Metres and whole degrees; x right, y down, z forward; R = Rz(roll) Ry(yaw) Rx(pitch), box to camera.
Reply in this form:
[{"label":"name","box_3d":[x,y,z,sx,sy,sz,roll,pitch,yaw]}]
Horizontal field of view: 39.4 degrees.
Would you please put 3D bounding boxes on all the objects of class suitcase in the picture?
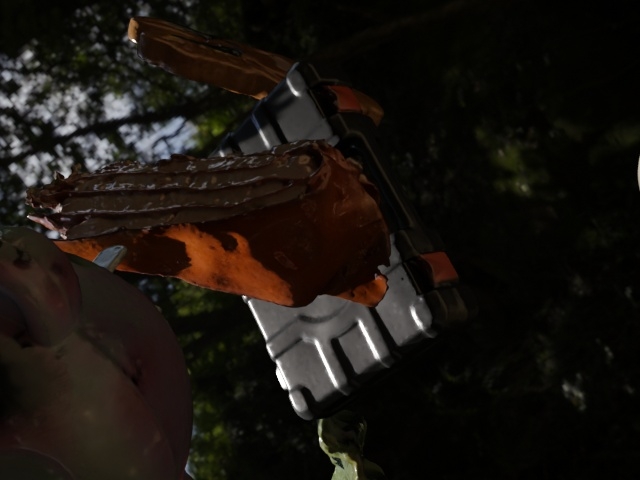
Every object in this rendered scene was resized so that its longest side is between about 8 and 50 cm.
[{"label":"suitcase","box_3d":[0.000,0.000,0.829,0.066,0.206,0.285,-4,-120,-50]}]

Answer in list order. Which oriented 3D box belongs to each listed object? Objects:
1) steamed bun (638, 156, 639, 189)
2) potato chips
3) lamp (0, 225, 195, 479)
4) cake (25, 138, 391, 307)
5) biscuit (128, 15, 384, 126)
[{"label":"steamed bun","box_3d":[0.389,-0.050,0.879,0.228,0.131,0.177,30,-139,-57]},{"label":"potato chips","box_3d":[0.047,0.332,0.992,0.429,0.070,0.358,113,143,-78]},{"label":"lamp","box_3d":[-0.214,0.104,0.564,0.247,0.301,0.247,67,-151,-24]},{"label":"cake","box_3d":[-0.087,-0.024,0.669,0.135,0.288,0.098,95,-178,-51]},{"label":"biscuit","box_3d":[-0.074,-0.212,1.125,0.334,0.047,0.202,16,-162,-21]}]
